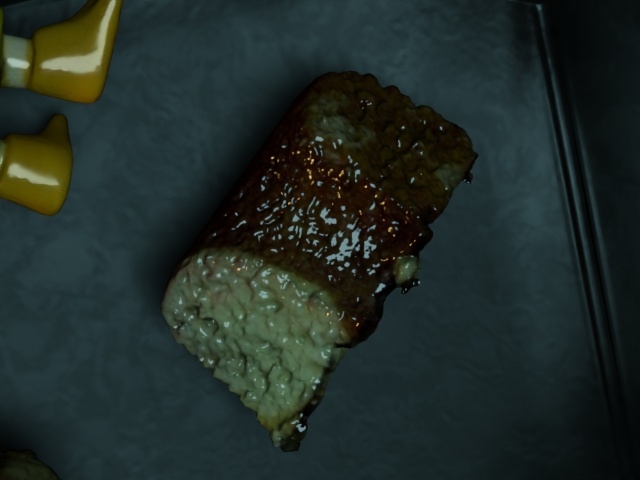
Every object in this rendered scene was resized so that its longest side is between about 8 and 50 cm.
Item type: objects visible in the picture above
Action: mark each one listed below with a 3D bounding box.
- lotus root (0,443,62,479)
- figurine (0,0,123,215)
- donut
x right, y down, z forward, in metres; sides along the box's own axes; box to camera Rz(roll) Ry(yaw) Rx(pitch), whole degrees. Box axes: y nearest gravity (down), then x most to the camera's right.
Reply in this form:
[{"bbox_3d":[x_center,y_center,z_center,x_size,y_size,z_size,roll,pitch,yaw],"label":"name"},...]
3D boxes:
[{"bbox_3d":[-0.218,0.239,1.124,0.145,0.128,0.260,13,90,-3],"label":"lotus root"},{"bbox_3d":[-0.286,-0.103,1.033,0.344,0.187,0.215,8,109,-23],"label":"figurine"},{"bbox_3d":[-0.006,0.005,1.156,0.126,0.144,0.186,35,119,-11],"label":"donut"}]
